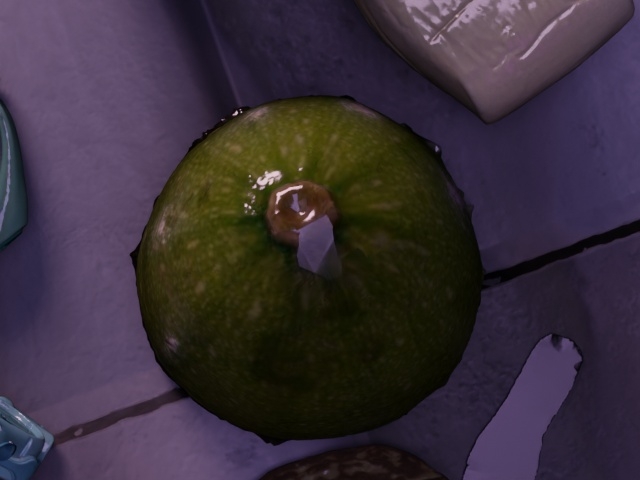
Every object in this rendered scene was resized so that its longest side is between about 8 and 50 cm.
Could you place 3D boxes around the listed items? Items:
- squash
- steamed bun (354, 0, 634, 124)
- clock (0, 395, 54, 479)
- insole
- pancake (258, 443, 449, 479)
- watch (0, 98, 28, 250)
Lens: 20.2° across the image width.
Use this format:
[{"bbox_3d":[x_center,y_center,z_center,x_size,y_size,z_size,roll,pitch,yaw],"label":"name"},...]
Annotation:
[{"bbox_3d":[0.007,0.029,1.411,0.310,0.309,0.310,0,92,-6],"label":"squash"},{"bbox_3d":[0.122,-0.233,1.490,0.200,0.155,0.250,-38,101,0],"label":"steamed bun"},{"bbox_3d":[-0.273,0.156,1.469,0.108,0.147,0.045,35,89,-6],"label":"clock"},{"bbox_3d":[0.175,0.169,1.580,0.064,0.004,0.188,27,89,-6],"label":"insole"},{"bbox_3d":[0.018,0.285,1.495,0.250,0.031,0.250,-5,56,8],"label":"pancake"},{"bbox_3d":[-0.349,-0.046,1.501,0.237,0.068,0.195,-36,92,1],"label":"watch"}]
